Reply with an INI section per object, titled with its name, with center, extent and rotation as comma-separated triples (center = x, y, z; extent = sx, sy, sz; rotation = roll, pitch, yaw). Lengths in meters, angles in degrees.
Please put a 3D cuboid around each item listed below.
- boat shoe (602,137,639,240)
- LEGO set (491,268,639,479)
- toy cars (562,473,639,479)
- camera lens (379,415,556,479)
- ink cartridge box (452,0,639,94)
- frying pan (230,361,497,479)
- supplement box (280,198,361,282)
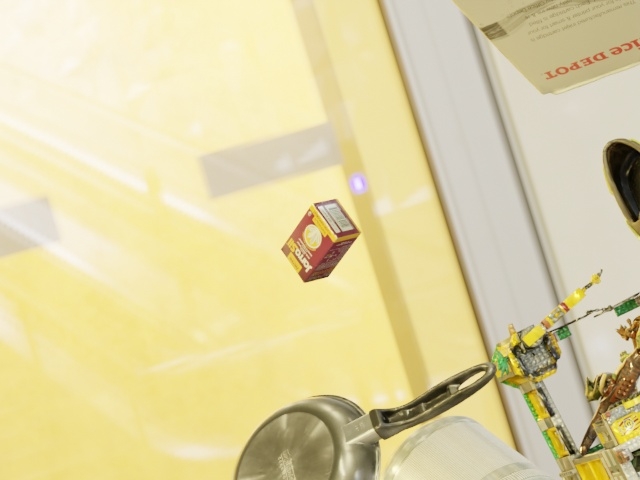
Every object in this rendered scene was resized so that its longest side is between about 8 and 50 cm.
[boat shoe]
center = 0.364, -0.026, 1.582
extent = 0.068, 0.228, 0.081
rotation = 24, -62, -32
[LEGO set]
center = 0.370, 0.141, 1.630
extent = 0.331, 0.255, 0.192
rotation = -15, -11, -15
[toy cars]
center = 0.487, 0.329, 1.773
extent = 0.393, 0.087, 0.176
rotation = 3, -6, 7
[camera lens]
center = 0.232, 0.404, 2.178
extent = 0.219, 0.219, 0.274
rotation = -17, 34, -32
[ink cartridge box]
center = 0.264, -0.323, 1.652
extent = 0.223, 0.129, 0.307
rotation = -18, -42, 36
[frying pan]
center = 0.028, 0.236, 1.539
extent = 0.326, 0.197, 0.053
rotation = -16, -37, 34
[supplement box]
center = 0.000, 0.000, 1.692
extent = 0.043, 0.055, 0.083
rotation = -14, -31, -43
